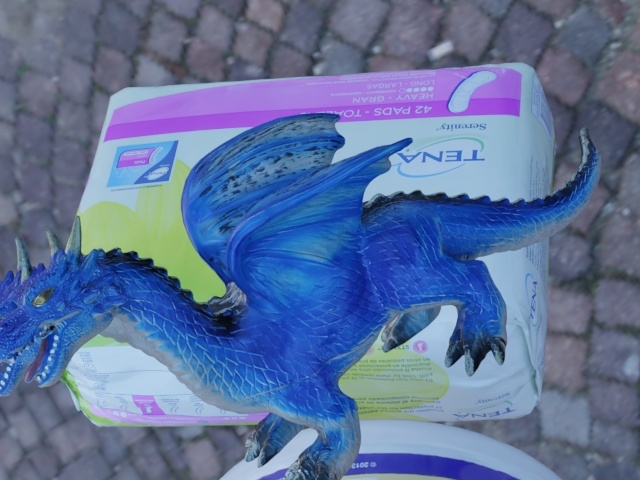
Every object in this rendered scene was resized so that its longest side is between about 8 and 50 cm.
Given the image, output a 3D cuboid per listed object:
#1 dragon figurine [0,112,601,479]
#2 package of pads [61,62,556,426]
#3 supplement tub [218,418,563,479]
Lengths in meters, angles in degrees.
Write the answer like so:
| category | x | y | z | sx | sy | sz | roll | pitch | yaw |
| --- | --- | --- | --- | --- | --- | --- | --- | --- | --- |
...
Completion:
| category | x | y | z | sx | sy | sz | roll | pitch | yaw |
| --- | --- | --- | --- | --- | --- | --- | --- | --- | --- |
| dragon figurine | 0.000 | 0.000 | 0.622 | 0.144 | 0.289 | 0.085 | 60 | 166 | -23 |
| package of pads | -0.008 | 0.004 | 0.961 | 0.297 | 0.229 | 0.101 | -3 | 137 | 14 |
| supplement tub | 0.034 | 0.280 | 0.759 | 0.241 | 0.331 | 0.241 | 2 | 132 | 2 |
